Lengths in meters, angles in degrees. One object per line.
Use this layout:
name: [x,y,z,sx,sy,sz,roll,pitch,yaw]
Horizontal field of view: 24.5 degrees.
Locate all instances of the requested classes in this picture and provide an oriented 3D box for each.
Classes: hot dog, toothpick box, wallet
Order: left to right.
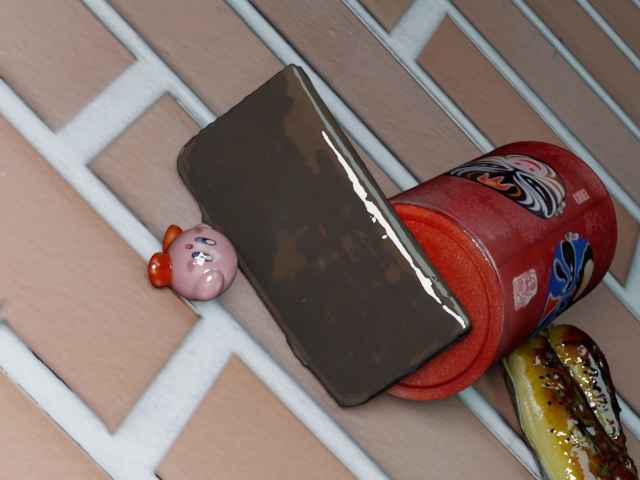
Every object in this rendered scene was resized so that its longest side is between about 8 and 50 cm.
wallet: [0.000,0.000,1.409,0.309,0.165,0.042,55,19,6]
toothpick box: [0.165,0.022,1.554,0.204,0.204,0.333,56,34,6]
hot dog: [0.284,0.208,1.631,0.162,0.082,0.270,12,50,-43]

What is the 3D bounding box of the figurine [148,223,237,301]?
figurine: [-0.110,0.019,1.340,0.067,0.071,0.083,79,17,-46]
